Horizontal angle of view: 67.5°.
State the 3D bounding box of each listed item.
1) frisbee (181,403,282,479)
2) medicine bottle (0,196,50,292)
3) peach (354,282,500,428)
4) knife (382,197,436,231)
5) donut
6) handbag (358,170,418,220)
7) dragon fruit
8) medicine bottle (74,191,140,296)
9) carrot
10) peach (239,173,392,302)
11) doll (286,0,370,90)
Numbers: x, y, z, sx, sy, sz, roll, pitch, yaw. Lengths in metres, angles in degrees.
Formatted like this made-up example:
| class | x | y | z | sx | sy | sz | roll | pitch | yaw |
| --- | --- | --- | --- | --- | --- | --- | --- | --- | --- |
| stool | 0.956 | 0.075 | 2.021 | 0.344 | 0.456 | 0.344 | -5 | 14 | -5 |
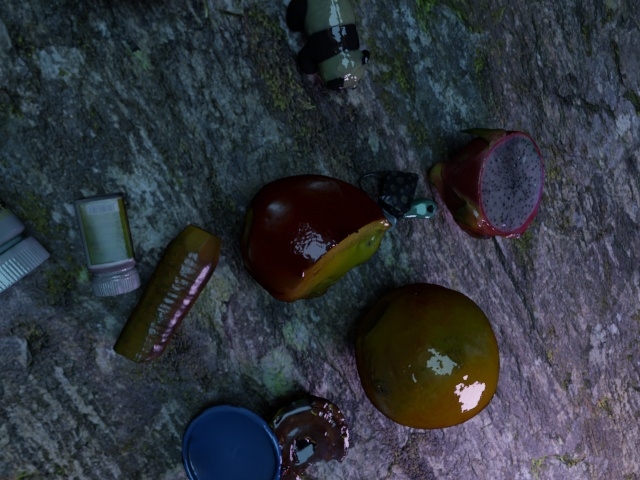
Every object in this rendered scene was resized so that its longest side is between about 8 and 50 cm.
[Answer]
| class | x | y | z | sx | sy | sz | roll | pitch | yaw |
| --- | --- | --- | --- | --- | --- | --- | --- | --- | --- |
| frisbee | -0.199 | 0.486 | 1.086 | 0.241 | 0.045 | 0.243 | 1 | 95 | 12 |
| medicine bottle | -0.640 | -0.051 | 0.820 | 0.158 | 0.158 | 0.318 | -38 | 108 | -13 |
| peach | 0.265 | 0.281 | 1.151 | 0.372 | 0.289 | 0.373 | 17 | 58 | -29 |
| knife | 0.177 | -0.056 | 1.220 | 0.260 | 0.034 | 0.063 | -14 | 102 | -14 |
| donut | -0.051 | 0.475 | 1.159 | 0.230 | 0.096 | 0.216 | -34 | 105 | -14 |
| handbag | 0.160 | -0.125 | 1.180 | 0.139 | 0.072 | 0.115 | 19 | 68 | 0 |
| dragon fruit | 0.429 | -0.147 | 1.233 | 0.290 | 0.189 | 0.291 | -6 | 103 | -29 |
| medicine bottle | -0.413 | 0.006 | 0.932 | 0.088 | 0.132 | 0.189 | -11 | 102 | -21 |
| carrot | -0.311 | 0.111 | 0.998 | 0.114 | 0.114 | 0.302 | 29 | 88 | -23 |
| peach | 0.000 | 0.000 | 1.032 | 0.337 | 0.281 | 0.282 | 12 | 93 | -23 |
| doll | 0.022 | -0.443 | 1.050 | 0.143 | 0.135 | 0.235 | -21 | 108 | -16 |
